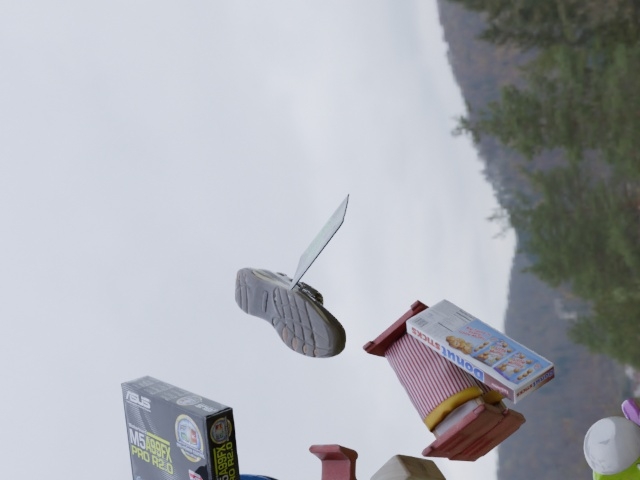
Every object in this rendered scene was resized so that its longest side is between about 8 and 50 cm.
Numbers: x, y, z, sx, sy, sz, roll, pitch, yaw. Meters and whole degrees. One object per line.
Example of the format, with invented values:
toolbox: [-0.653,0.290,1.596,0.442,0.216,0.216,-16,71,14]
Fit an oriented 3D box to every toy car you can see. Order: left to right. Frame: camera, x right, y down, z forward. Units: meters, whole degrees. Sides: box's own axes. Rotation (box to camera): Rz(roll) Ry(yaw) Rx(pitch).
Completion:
toy car: [0.412,0.241,1.100,0.159,0.182,0.136,44,-154,-21]

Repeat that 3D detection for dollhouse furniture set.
dollhouse furniture set: [0.099,0.296,1.370,0.152,0.374,0.201,24,-153,-50]

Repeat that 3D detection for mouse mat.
mouse mat: [0.000,0.000,1.540,0.007,0.152,0.189,36,-163,-5]

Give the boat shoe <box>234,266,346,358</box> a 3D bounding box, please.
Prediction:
boat shoe: [-0.050,0.144,2.021,0.130,0.355,0.132,-9,-60,-39]

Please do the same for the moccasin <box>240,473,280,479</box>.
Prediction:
moccasin: [-0.204,0.536,1.795,0.117,0.342,0.137,28,-133,-58]

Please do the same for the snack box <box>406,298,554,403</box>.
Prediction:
snack box: [0.181,0.124,1.047,0.064,0.178,0.022,-26,-55,-27]

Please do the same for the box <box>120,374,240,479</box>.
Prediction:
box: [-0.242,0.367,1.566,0.060,0.270,0.216,-15,-74,-40]
